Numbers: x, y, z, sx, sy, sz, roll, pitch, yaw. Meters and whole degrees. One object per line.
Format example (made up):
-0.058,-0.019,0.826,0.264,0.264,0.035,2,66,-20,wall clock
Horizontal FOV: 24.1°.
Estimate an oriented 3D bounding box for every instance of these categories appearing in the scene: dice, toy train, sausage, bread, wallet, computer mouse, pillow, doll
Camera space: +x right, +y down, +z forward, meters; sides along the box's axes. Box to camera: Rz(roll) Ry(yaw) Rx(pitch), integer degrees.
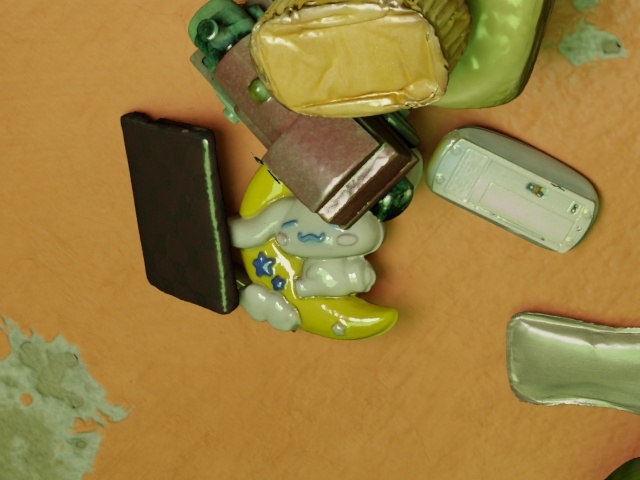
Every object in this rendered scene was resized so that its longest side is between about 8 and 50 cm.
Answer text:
0.121,-0.279,1.507,0.238,0.233,0.226,18,120,9,dice
-0.026,-0.144,1.584,0.150,0.221,0.304,-46,75,11,toy train
-0.069,0.069,1.848,0.116,0.026,0.026,39,119,-3,sausage
0.040,-0.189,1.381,0.191,0.114,0.132,1,127,27,bread
-0.166,-0.036,1.778,0.182,0.049,0.229,19,123,48,wallet
0.215,-0.058,1.687,0.199,0.045,0.102,25,117,-4,computer mouse
0.332,0.148,1.757,0.233,0.038,0.130,6,119,15,pillow
0.000,0.000,1.743,0.252,0.111,0.237,5,100,27,doll

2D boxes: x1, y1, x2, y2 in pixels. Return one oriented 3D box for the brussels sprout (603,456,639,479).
0.442,0.397,1.712,0.355,0.281,0.289,21,103,-18,brussels sprout
